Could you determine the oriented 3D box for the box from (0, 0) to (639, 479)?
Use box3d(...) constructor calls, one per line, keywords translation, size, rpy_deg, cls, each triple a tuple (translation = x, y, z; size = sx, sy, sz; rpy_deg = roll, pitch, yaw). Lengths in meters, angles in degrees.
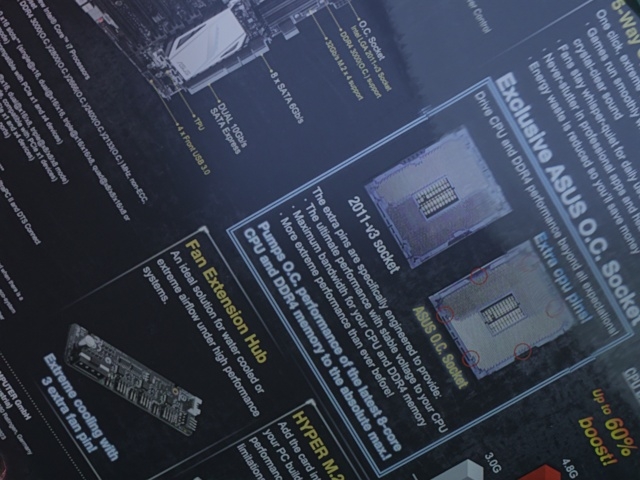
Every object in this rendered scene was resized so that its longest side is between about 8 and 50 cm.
box3d(translation=(0.000, 0.000, 0.514), size=(0.242, 0.076, 0.307), rpy_deg=(-30, 102, 6), cls="box")
